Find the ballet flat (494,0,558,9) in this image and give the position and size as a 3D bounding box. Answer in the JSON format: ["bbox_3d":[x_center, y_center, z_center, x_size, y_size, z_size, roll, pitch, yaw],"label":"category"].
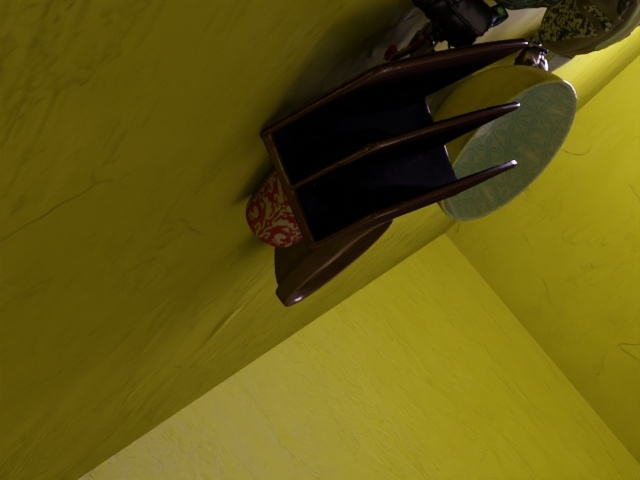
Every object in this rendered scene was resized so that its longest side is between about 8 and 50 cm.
[{"bbox_3d":[0.278,-0.343,1.178,0.070,0.070,0.188,-44,168,30],"label":"ballet flat"}]

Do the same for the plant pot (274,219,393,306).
[{"bbox_3d":[0.000,0.000,1.487,0.237,0.109,0.237,-39,172,-6],"label":"plant pot"}]

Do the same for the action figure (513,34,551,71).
[{"bbox_3d":[0.370,-0.268,1.618,0.285,0.099,0.185,-61,164,9],"label":"action figure"}]

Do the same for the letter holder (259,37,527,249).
[{"bbox_3d":[0.124,-0.124,1.029,0.302,0.152,0.214,-20,178,-44],"label":"letter holder"}]

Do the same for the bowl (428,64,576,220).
[{"bbox_3d":[0.270,-0.190,1.463,0.290,0.156,0.289,-29,148,-20],"label":"bowl"}]

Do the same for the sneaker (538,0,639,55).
[{"bbox_3d":[0.419,-0.422,1.232,0.182,0.158,0.410,3,152,-27],"label":"sneaker"}]

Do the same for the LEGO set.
[{"bbox_3d":[0.117,-0.238,1.114,0.244,0.060,0.182,-30,176,28],"label":"LEGO set"}]

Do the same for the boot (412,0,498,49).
[{"bbox_3d":[0.164,-0.270,0.951,0.121,0.045,0.099,-36,137,19],"label":"boot"}]

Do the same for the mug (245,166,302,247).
[{"bbox_3d":[-0.011,-0.055,1.159,0.169,0.150,0.113,-42,-172,48],"label":"mug"}]

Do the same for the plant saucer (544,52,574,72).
[{"bbox_3d":[0.498,-0.407,1.753,0.188,0.045,0.188,-33,169,-32],"label":"plant saucer"}]
